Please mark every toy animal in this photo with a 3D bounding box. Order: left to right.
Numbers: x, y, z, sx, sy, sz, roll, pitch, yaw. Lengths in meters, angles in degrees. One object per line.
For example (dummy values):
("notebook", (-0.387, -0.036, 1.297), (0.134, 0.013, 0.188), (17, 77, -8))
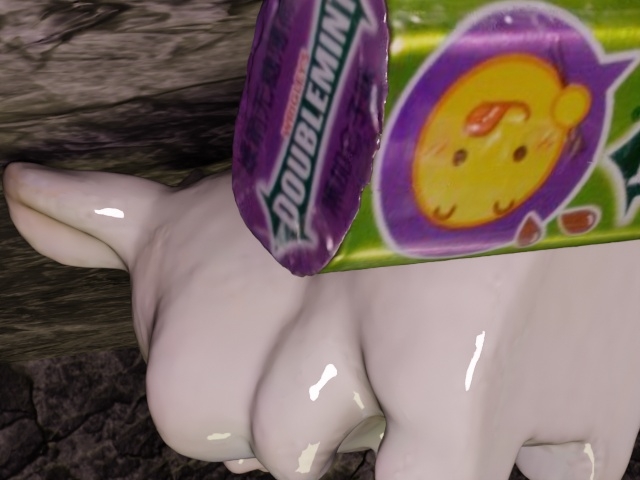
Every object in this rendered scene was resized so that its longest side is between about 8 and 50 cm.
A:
("toy animal", (0.001, 0.010, 0.951), (0.367, 0.241, 0.196), (2, 175, 40))

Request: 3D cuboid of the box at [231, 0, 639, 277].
("box", (0.136, -0.063, 0.751), (0.345, 0.134, 0.097), (-5, -150, -35))
